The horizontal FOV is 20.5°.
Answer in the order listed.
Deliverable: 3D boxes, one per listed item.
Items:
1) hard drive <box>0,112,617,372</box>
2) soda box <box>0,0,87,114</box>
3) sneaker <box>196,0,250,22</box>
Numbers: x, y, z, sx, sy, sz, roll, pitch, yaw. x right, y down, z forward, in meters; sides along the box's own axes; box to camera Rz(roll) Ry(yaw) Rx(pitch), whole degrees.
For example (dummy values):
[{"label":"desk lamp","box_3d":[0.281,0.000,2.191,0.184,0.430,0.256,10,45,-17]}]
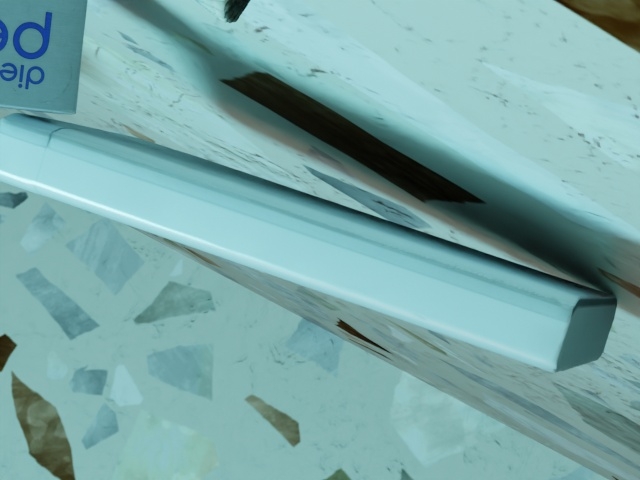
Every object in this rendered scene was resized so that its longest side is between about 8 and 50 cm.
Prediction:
[{"label":"hard drive","box_3d":[0.000,0.000,1.100,0.353,0.047,0.233,19,-177,15]},{"label":"soda box","box_3d":[-0.281,-0.134,1.006,0.286,0.098,0.091,6,-177,-23]},{"label":"sneaker","box_3d":[-0.062,-0.134,0.696,0.073,0.063,0.162,32,173,8]}]
